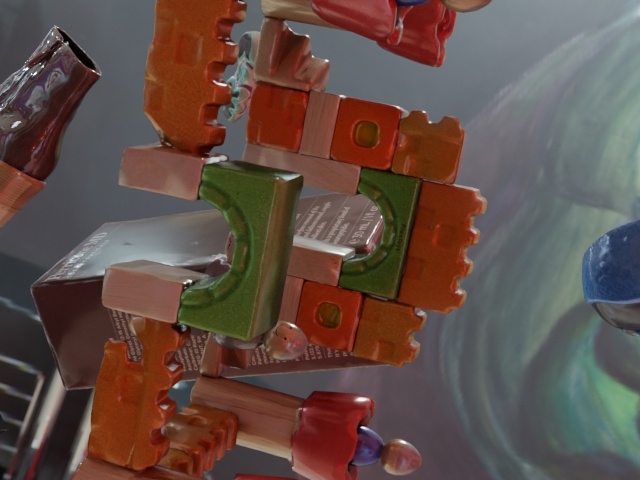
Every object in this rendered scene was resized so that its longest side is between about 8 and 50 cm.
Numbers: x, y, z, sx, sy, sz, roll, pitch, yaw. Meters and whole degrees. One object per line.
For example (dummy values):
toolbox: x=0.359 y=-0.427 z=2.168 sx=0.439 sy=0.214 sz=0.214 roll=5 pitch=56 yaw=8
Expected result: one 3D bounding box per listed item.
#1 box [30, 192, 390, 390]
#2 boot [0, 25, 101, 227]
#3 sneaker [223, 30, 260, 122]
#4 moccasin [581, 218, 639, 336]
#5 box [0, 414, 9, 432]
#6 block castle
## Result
box: x=-0.094 y=0.050 z=1.104 sx=0.381 sy=0.143 sz=0.191 roll=-9 pitch=20 yaw=18
boot: x=-0.336 y=-0.144 z=1.114 sx=0.090 sy=0.207 sz=0.248 roll=28 pitch=9 yaw=-42
sneaker: x=-0.055 y=-0.159 z=1.004 sx=0.069 sy=0.098 sz=0.038 roll=-1 pitch=40 yaw=-34
moccasin: x=0.404 y=0.014 z=0.865 sx=0.342 sy=0.137 sz=0.117 roll=-6 pitch=-34 yaw=30
box: x=-0.377 y=0.163 z=0.604 sx=0.073 sy=0.293 sz=0.295 roll=62 pitch=-1 yaw=8
block castle: x=0.000 y=0.000 z=0.742 sx=0.213 sy=0.453 sz=0.303 roll=13 pitch=9 yaw=12
